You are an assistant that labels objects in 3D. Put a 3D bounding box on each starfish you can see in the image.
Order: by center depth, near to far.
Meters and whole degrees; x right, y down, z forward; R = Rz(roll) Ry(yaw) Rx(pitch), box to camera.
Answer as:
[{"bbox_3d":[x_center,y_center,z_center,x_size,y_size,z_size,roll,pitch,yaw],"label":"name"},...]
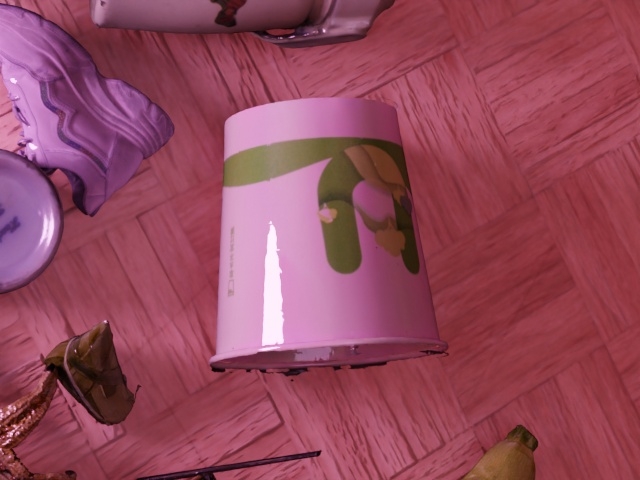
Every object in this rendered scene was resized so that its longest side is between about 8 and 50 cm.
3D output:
[{"bbox_3d":[-0.330,0.183,1.581,0.146,0.074,0.190,-22,92,5],"label":"starfish"}]

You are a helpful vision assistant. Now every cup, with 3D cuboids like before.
[{"bbox_3d":[0.000,0.000,1.642,0.253,0.253,0.274,0,79,-20],"label":"cup"}]

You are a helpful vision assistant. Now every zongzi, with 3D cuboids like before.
[{"bbox_3d":[-0.218,0.139,1.607,0.109,0.119,0.055,50,48,-12],"label":"zongzi"}]

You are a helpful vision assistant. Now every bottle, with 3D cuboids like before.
[{"bbox_3d":[-0.062,-0.314,1.628,0.351,0.229,0.229,2,87,-14],"label":"bottle"}]

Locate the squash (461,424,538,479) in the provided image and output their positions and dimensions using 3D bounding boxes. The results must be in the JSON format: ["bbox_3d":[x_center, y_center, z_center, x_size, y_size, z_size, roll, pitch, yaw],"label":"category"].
[{"bbox_3d":[0.151,0.366,1.735,0.118,0.118,0.371,39,73,-14],"label":"squash"}]

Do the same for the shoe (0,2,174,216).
[{"bbox_3d":[-0.280,-0.138,1.610,0.245,0.095,0.138,38,73,-21],"label":"shoe"}]

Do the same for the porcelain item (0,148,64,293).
[{"bbox_3d":[-0.339,-0.016,1.570,0.147,0.114,0.147,1,86,-19],"label":"porcelain item"}]

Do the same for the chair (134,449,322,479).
[{"bbox_3d":[-0.124,0.323,1.618,0.246,0.172,0.159,-10,91,23],"label":"chair"}]
